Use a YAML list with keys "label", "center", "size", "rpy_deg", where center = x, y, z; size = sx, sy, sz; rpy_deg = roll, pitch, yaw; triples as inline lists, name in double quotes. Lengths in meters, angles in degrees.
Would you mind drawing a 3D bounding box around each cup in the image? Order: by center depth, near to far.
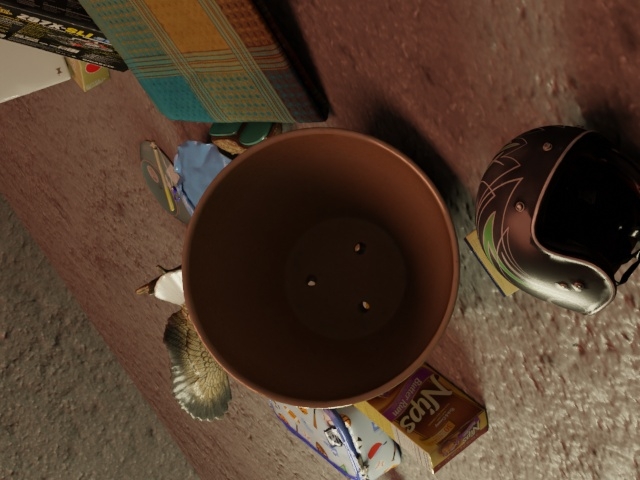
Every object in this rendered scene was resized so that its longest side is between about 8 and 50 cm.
- label: "cup"
  center: [0.017, 0.041, 1.501]
  size: [0.331, 0.331, 0.237]
  rpy_deg: [53, -175, 10]

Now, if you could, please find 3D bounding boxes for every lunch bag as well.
- label: "lunch bag"
  center: [0.009, 0.297, 2.078]
  size: [0.303, 0.115, 0.243]
  rpy_deg: [34, 151, 47]

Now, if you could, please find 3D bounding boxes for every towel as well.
- label: "towel"
  center: [-0.170, -0.271, 1.640]
  size: [0.370, 0.040, 0.271]
  rpy_deg: [7, 139, 48]

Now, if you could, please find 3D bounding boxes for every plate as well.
- label: "plate"
  center: [-0.305, -0.107, 2.310]
  size: [0.188, 0.024, 0.188]
  rpy_deg: [46, 157, 26]

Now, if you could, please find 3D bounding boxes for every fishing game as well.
- label: "fishing game"
  center: [-0.175, -0.088, 1.995]
  size: [0.264, 0.041, 0.189]
  rpy_deg: [7, 123, 43]

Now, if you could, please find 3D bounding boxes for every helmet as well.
- label: "helmet"
  center: [0.223, -0.025, 1.105]
  size: [0.161, 0.169, 0.169]
  rpy_deg: [38, 156, 3]

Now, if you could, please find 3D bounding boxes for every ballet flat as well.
- label: "ballet flat"
  center: [-0.095, -0.155, 1.760]
  size: [0.067, 0.073, 0.206]
  rpy_deg: [37, 172, -27]

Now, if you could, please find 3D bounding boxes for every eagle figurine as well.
- label: "eagle figurine"
  center: [-0.193, 0.168, 2.239]
  size: [0.226, 0.225, 0.298]
  rpy_deg: [-41, 71, 55]

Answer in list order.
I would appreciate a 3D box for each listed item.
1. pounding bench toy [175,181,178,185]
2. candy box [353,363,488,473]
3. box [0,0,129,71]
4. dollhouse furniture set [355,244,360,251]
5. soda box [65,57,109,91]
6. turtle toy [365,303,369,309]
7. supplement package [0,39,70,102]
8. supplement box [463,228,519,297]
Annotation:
- label: "pounding bench toy"
  center: [-0.217, -0.085, 2.111]
  size: [0.065, 0.052, 0.083]
  rpy_deg: [61, 158, -11]
- label: "candy box"
  center: [0.140, 0.241, 1.719]
  size: [0.186, 0.109, 0.053]
  rpy_deg: [36, 152, 41]
- label: "box"
  center: [-0.415, -0.352, 1.855]
  size: [0.257, 0.322, 0.079]
  rpy_deg: [-4, 75, 65]
- label: "dollhouse furniture set"
  center: [-0.002, 0.053, 1.685]
  size: [0.144, 0.151, 0.123]
  rpy_deg: [50, 153, -14]
- label: "soda box"
  center: [-0.437, -0.361, 2.197]
  size: [0.061, 0.058, 0.181]
  rpy_deg: [48, 156, 23]
- label: "turtle toy"
  center: [0.068, 0.152, 1.749]
  size: [0.066, 0.130, 0.095]
  rpy_deg: [46, -166, -39]
- label: "supplement package"
  center: [-0.615, -0.372, 2.324]
  size: [0.293, 0.177, 0.175]
  rpy_deg: [22, 132, 69]
- label: "supplement box"
  center: [0.215, 0.006, 1.306]
  size: [0.083, 0.056, 0.083]
  rpy_deg: [55, 159, 5]
